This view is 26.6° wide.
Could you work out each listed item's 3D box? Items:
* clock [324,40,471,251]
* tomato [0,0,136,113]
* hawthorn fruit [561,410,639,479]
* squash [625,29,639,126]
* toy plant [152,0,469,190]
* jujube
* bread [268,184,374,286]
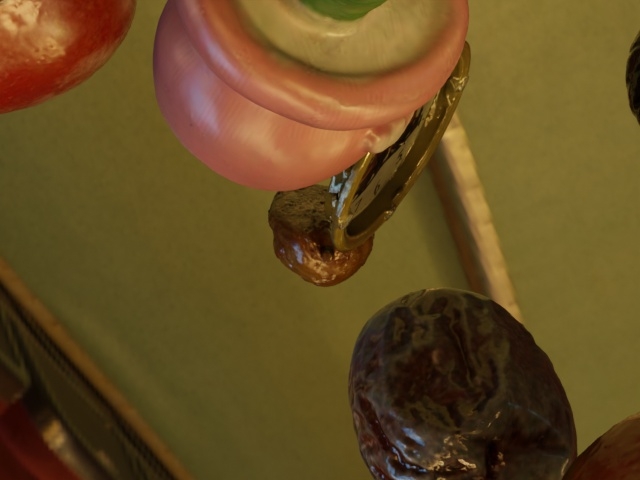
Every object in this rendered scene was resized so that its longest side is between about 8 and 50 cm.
[{"bbox_3d":[0.063,-0.099,1.301,0.237,0.057,0.237,-52,165,-20],"label":"clock"},{"bbox_3d":[-0.336,-0.205,1.358,0.335,0.289,0.176,-12,119,11],"label":"tomato"},{"bbox_3d":[0.380,0.379,1.234,0.472,0.472,0.472,-12,143,-9],"label":"hawthorn fruit"},{"bbox_3d":[0.415,-0.167,1.407,0.193,0.193,0.156,-36,140,22],"label":"squash"},{"bbox_3d":[0.022,-0.200,0.935,0.317,0.210,0.356,-50,173,-34],"label":"toy plant"},{"bbox_3d":[0.160,0.204,1.546,0.246,0.308,0.215,-11,132,4],"label":"jujube"},{"bbox_3d":[0.000,-0.002,1.486,0.124,0.344,0.084,10,99,-2],"label":"bread"}]
